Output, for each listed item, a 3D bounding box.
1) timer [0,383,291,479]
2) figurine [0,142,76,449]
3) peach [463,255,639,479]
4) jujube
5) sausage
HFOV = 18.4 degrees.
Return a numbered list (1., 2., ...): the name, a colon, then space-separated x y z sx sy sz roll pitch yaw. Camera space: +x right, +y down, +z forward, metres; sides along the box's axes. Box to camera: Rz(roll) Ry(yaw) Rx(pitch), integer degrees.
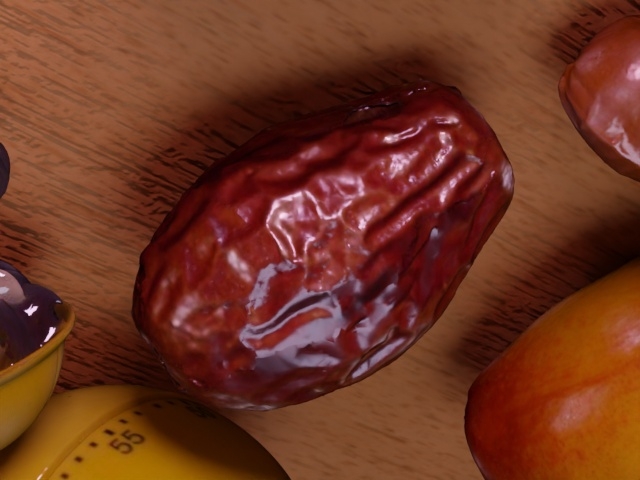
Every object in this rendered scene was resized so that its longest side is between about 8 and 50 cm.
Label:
1. timer: -0.198 0.277 1.573 0.386 0.376 0.376 15 152 29
2. figurine: -0.276 0.050 1.377 0.192 0.167 0.257 -7 139 6
3. peach: 0.290 0.157 1.647 0.308 0.289 0.289 -31 140 4
4. jujube: 0.000 0.000 1.421 0.290 0.197 0.197 -34 141 -5
5. sausage: 0.292 -0.089 1.476 0.258 0.133 0.133 16 129 -35
